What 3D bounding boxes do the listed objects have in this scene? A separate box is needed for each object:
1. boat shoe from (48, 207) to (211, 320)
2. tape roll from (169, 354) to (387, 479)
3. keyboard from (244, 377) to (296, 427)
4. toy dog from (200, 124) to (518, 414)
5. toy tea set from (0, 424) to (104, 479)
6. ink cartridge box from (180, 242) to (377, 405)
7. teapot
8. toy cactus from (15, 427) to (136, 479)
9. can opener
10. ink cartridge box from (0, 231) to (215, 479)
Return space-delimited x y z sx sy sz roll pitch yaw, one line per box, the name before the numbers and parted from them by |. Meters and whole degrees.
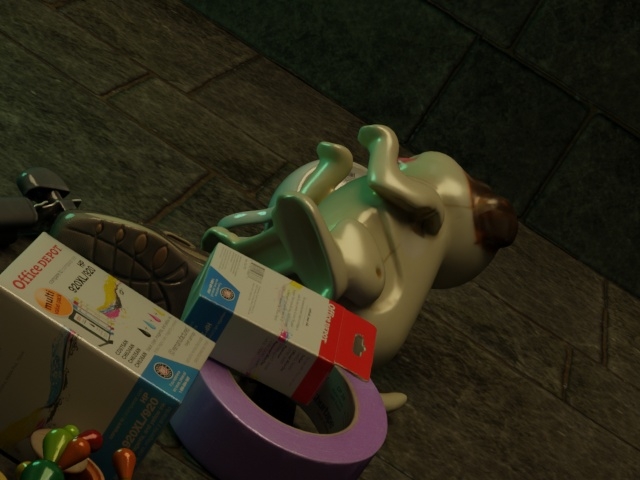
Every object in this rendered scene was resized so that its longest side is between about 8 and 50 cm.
boat shoe | -0.229 0.048 2.071 0.355 0.132 0.130 30 6 -36
tape roll | -0.055 0.204 1.899 0.275 0.090 0.275 25 30 -15
keyboard | -0.073 0.196 2.080 0.100 0.038 0.192 52 14 -13
toy dog | 0.106 0.014 2.240 0.408 0.284 0.395 -31 86 -37
toy tea set | -0.271 0.257 1.405 0.200 0.124 0.336 26 19 -19
ink cartridge box | -0.051 0.112 1.869 0.231 0.078 0.134 28 29 -8
teapot | 0.000 0.000 2.472 0.256 0.187 0.252 51 51 -3
toy cactus | -0.225 0.243 1.261 0.180 0.112 0.219 19 47 -42
can opener | -0.425 -0.046 2.011 0.095 0.076 0.283 59 25 14
ink cartridge box | -0.267 0.139 1.640 0.232 0.168 0.171 33 21 -2
